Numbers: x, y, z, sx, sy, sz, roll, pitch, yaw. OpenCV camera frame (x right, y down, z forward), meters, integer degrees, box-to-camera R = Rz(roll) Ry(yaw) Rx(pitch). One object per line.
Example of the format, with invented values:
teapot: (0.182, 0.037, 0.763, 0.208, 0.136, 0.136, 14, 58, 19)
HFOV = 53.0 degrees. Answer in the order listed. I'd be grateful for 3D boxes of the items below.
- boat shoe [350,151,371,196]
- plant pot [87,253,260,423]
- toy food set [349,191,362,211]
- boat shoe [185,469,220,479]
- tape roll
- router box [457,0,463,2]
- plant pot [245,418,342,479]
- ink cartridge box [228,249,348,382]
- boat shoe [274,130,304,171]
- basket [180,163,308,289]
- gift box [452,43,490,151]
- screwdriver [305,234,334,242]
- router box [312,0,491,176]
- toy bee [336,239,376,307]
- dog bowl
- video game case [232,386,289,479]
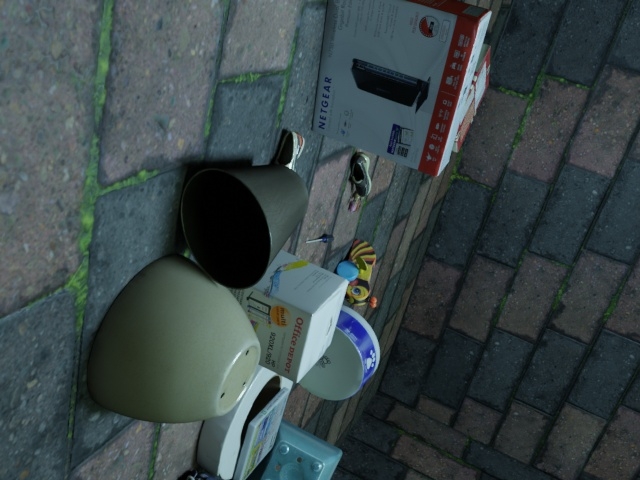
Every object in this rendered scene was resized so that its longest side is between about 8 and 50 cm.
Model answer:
boat shoe: (0.108, -0.178, 1.804, 0.049, 0.056, 0.152, -49, 146, -34)
plant pot: (-0.214, 0.190, 1.071, 0.284, 0.191, 0.284, -55, 160, -32)
toy food set: (0.109, -0.118, 1.934, 0.122, 0.019, 0.078, 43, 72, -80)
boat shoe: (-0.309, 0.597, 1.455, 0.340, 0.127, 0.158, 92, 19, -67)
tape roll: (-0.181, 0.430, 1.674, 0.392, 0.072, 0.392, -55, 160, -32)
router box: (0.276, -0.621, 1.596, 0.179, 0.133, 0.046, -23, 133, -66)
plant pot: (-0.087, 0.687, 1.903, 0.247, 0.248, 0.252, -62, 175, -15)
ink cartridge box: (-0.093, 0.135, 1.284, 0.168, 0.233, 0.171, -40, 148, -56)
boat shoe: (-0.071, -0.154, 1.299, 0.043, 0.049, 0.137, 9, 101, -69)
basket: (-0.117, -0.051, 1.123, 0.227, 0.154, 0.204, -45, 122, -64)
gift box: (0.279, -0.414, 1.655, 0.255, 0.258, 0.276, -64, 162, -11)
screwdriver: (0.000, 0.000, 1.747, 0.170, 0.025, 0.024, -16, 127, -69)
router box: (0.148, -0.332, 1.300, 0.082, 0.301, 0.335, -49, 155, -46)
toy bee: (0.121, 0.147, 2.067, 0.298, 0.162, 0.195, -64, 164, -10)
dog bowl: (0.028, 0.316, 1.827, 0.104, 0.265, 0.265, -37, 146, -54)
video game case: (-0.157, 0.518, 1.702, 0.193, 0.023, 0.212, -35, 145, -60)
